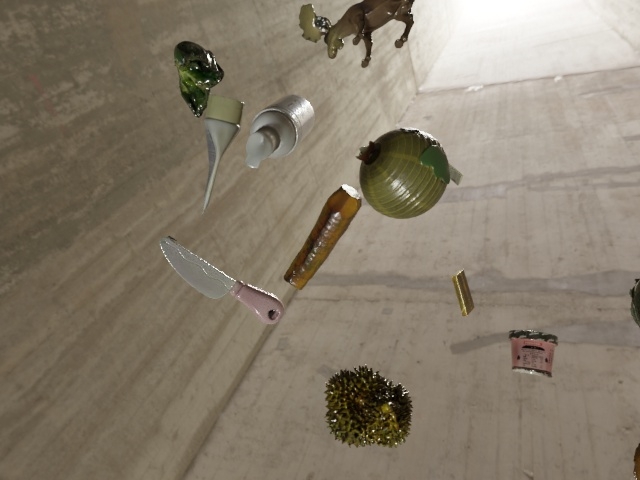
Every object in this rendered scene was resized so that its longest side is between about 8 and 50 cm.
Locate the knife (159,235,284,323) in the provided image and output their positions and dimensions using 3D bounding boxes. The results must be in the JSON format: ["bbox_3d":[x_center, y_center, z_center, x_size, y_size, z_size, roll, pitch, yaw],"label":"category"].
[{"bbox_3d":[-0.235,0.103,0.997,0.081,0.336,0.043,-57,-165,3],"label":"knife"}]

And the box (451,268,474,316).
[{"bbox_3d":[0.527,0.192,1.557,0.022,0.156,0.089,-14,-176,41],"label":"box"}]

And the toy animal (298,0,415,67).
[{"bbox_3d":[0.069,-0.397,0.771,0.214,0.094,0.186,-23,-123,16],"label":"toy animal"}]

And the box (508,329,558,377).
[{"bbox_3d":[0.705,0.378,1.406,0.151,0.151,0.135,0,-112,31],"label":"box"}]

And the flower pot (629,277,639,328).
[{"bbox_3d":[0.853,0.140,0.854,0.290,0.259,0.290,9,-125,-12],"label":"flower pot"}]

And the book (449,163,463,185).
[{"bbox_3d":[0.596,-0.350,2.020,0.016,0.138,0.199,-44,-106,0],"label":"book"}]

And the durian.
[{"bbox_3d":[0.147,0.509,1.275,0.292,0.258,0.258,-4,-147,38],"label":"durian"}]

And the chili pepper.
[{"bbox_3d":[-0.400,-0.545,1.374,0.116,0.148,0.264,-32,170,-22],"label":"chili pepper"}]

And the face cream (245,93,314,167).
[{"bbox_3d":[-0.122,-0.313,1.210,0.145,0.145,0.370,-11,-154,17],"label":"face cream"}]

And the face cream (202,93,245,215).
[{"bbox_3d":[-0.204,-0.164,0.827,0.070,0.224,0.114,10,-169,-16],"label":"face cream"}]

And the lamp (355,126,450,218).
[{"bbox_3d":[0.202,-0.188,1.135,0.250,0.284,0.250,-34,-135,43],"label":"lamp"}]

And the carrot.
[{"bbox_3d":[0.000,0.000,0.879,0.260,0.070,0.070,-57,-167,30],"label":"carrot"}]

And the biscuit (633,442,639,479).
[{"bbox_3d":[0.899,0.553,1.016,0.261,0.262,0.037,-18,179,5],"label":"biscuit"}]
